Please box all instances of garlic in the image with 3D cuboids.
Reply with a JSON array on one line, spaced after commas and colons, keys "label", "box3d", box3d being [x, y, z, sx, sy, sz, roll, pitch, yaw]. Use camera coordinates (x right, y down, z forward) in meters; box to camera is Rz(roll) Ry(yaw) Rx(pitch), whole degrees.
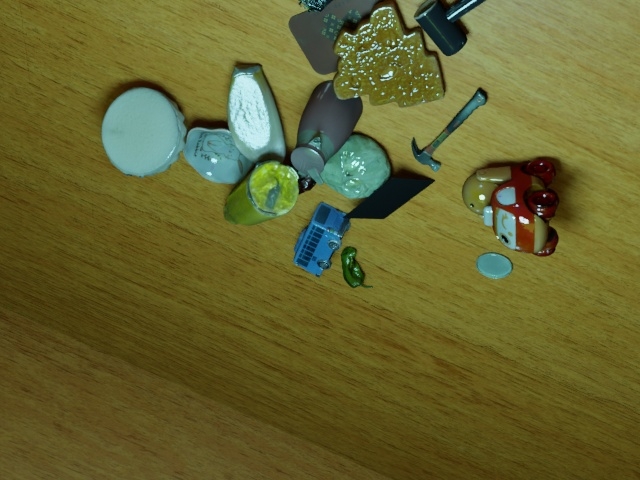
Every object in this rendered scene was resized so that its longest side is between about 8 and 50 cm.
[{"label": "garlic", "box3d": [-0.185, -0.342, 1.975, 0.143, 0.112, 0.318, -11, 127, 4]}]

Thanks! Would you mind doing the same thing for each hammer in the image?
[{"label": "hammer", "box3d": [0.339, -0.291, 1.845, 0.111, 0.033, 0.287, 31, 139, -11]}]

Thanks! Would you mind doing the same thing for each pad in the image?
[{"label": "pad", "box3d": [0.197, -0.118, 2.045, 0.170, 0.006, 0.245, 0, 154, -36]}, {"label": "pad", "box3d": [0.061, -0.513, 1.754, 0.267, 0.004, 0.181, -10, 129, 34]}]

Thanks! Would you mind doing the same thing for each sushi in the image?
[{"label": "sushi", "box3d": [-0.019, -0.585, 1.671, 0.083, 0.056, 0.085, 40, 136, -19]}]

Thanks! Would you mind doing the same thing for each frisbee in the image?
[{"label": "frisbee", "box3d": [0.533, 0.076, 2.169, 0.110, 0.014, 0.110, 12, 139, 11]}]

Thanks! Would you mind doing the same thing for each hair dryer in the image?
[{"label": "hair dryer", "box3d": [0.346, -0.520, 1.573, 0.255, 0.070, 0.128, -25, 122, 36]}]

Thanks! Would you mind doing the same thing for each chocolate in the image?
[{"label": "chocolate", "box3d": [-0.201, -0.127, 2.124, 0.162, 0.162, 0.445, 36, 163, -14]}]

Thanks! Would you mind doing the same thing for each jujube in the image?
[{"label": "jujube", "box3d": [-0.064, -0.184, 2.095, 0.166, 0.104, 0.104, -6, 133, 47]}]

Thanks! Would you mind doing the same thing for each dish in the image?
[{"label": "dish", "box3d": [-0.297, -0.275, 2.128, 0.229, 0.081, 0.229, 10, 139, 9]}]

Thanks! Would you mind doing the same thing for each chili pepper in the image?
[{"label": "chili pepper", "box3d": [0.108, 0.112, 2.363, 0.073, 0.072, 0.204, -1, 134, 24]}]

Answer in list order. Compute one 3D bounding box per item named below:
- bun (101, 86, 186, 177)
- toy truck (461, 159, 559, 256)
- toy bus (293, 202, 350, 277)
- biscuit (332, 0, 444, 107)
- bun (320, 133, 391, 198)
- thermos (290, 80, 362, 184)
[{"label": "bun", "box3d": [-0.503, -0.316, 2.108, 0.263, 0.175, 0.263, 1, 93, 15]}, {"label": "toy truck", "box3d": [0.489, -0.087, 1.833, 0.239, 0.265, 0.189, -3, 133, 13]}, {"label": "toy bus", "box3d": [0.000, 0.000, 2.261, 0.134, 0.116, 0.234, 25, 138, -2]}, {"label": "biscuit", "box3d": [0.175, -0.429, 1.745, 0.306, 0.043, 0.284, 25, 129, -14]}, {"label": "bun", "box3d": [0.090, -0.194, 1.997, 0.212, 0.126, 0.204, -18, 123, 40]}, {"label": "thermos", "box3d": [0.002, -0.274, 1.843, 0.146, 0.265, 0.176, 24, 141, -1]}]
